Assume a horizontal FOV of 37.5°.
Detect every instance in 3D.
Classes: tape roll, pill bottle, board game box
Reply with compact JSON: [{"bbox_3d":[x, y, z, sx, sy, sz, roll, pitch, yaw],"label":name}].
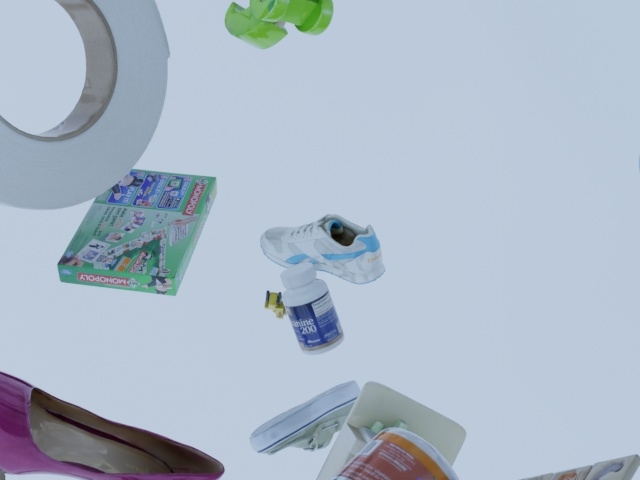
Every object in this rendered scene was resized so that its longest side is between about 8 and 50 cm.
[{"bbox_3d":[-0.368,-0.232,1.221,0.072,0.392,0.392,8,-64,43],"label":"tape roll"},{"bbox_3d":[-0.015,0.095,1.327,0.067,0.067,0.120,-8,-70,36],"label":"pill bottle"},{"bbox_3d":[0.036,0.298,0.939,0.121,0.216,0.121,35,-33,27],"label":"pill bottle"},{"bbox_3d":[-0.333,-0.026,1.764,0.213,0.317,0.046,7,-52,5],"label":"board game box"}]

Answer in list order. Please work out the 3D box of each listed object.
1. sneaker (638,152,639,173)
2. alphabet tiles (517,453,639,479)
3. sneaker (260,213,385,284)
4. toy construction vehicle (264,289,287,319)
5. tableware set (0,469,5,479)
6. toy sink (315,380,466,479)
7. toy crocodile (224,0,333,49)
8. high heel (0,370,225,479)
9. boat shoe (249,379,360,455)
[{"bbox_3d":[0.510,-0.163,1.040,0.208,0.127,0.319,37,-72,29],"label":"sneaker"},{"bbox_3d":[0.143,0.316,0.813,0.011,0.342,0.285,49,-35,-2],"label":"alphabet tiles"},{"bbox_3d":[0.000,0.000,1.549,0.229,0.087,0.092,10,-53,30],"label":"sneaker"},{"bbox_3d":[-0.048,0.114,1.515,0.086,0.035,0.098,7,-21,0],"label":"toy construction vehicle"},{"bbox_3d":[-0.281,0.225,0.632,0.194,0.128,0.039,-113,-164,-52],"label":"tableware set"},{"bbox_3d":[0.080,0.313,1.159,0.153,0.131,0.234,28,-94,-3],"label":"toy sink"},{"bbox_3d":[-0.011,-0.394,1.320,0.340,0.115,0.105,-46,-124,34],"label":"toy crocodile"},{"bbox_3d":[-0.289,0.238,1.197,0.181,0.127,0.377,-26,-44,14],"label":"high heel"},{"bbox_3d":[-0.010,0.355,1.814,0.109,0.302,0.094,-28,-97,42],"label":"boat shoe"}]
